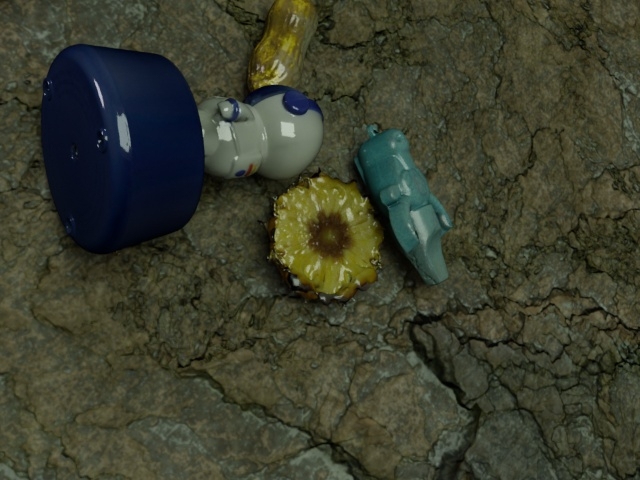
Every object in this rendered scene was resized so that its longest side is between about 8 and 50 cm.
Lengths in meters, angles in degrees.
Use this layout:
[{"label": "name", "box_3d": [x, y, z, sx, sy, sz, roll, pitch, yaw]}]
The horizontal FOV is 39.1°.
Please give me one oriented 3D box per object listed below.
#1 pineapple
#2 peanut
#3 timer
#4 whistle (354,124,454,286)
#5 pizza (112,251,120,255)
[{"label": "pineapple", "box_3d": [0.000, 0.000, 1.375, 0.224, 0.076, 0.225, 7, 75, -26]}, {"label": "peanut", "box_3d": [-0.059, -0.296, 1.410, 0.087, 0.087, 0.207, 24, 68, -17]}, {"label": "timer", "box_3d": [-0.165, -0.139, 1.256, 0.383, 0.270, 0.271, -10, 83, -35]}, {"label": "whistle", "box_3d": [0.133, -0.058, 1.427, 0.186, 0.093, 0.274, -20, 86, -63]}, {"label": "pizza", "box_3d": [-0.279, -0.015, 1.289, 0.037, 0.016, 0.083, 25, 66, -16]}]
